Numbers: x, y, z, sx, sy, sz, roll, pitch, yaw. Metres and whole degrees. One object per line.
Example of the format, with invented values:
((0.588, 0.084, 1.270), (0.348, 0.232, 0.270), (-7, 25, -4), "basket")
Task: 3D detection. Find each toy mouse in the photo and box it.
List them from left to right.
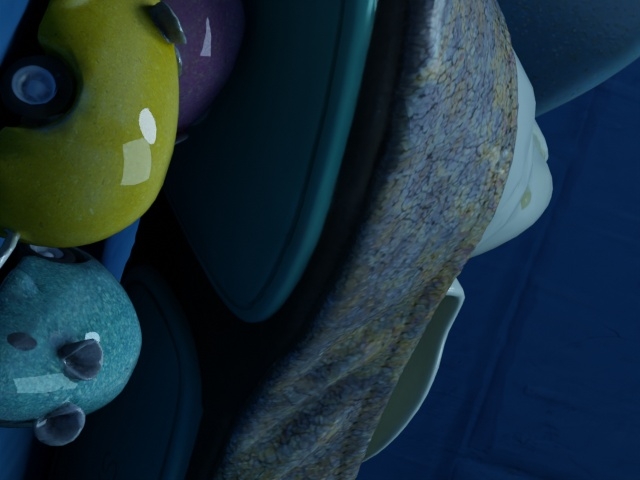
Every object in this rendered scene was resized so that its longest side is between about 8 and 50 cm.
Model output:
((-0.044, -0.011, 0.394), (0.143, 0.031, 0.161), (106, 2, -62), "toy mouse")

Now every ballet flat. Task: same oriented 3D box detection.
((0.000, 0.000, 0.506), (0.107, 0.106, 0.316), (62, -34, 30), "ballet flat")

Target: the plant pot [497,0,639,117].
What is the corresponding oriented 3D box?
((0.144, -0.225, 1.227), (0.252, 0.247, 0.248), (-54, -177, 13), "plant pot")
